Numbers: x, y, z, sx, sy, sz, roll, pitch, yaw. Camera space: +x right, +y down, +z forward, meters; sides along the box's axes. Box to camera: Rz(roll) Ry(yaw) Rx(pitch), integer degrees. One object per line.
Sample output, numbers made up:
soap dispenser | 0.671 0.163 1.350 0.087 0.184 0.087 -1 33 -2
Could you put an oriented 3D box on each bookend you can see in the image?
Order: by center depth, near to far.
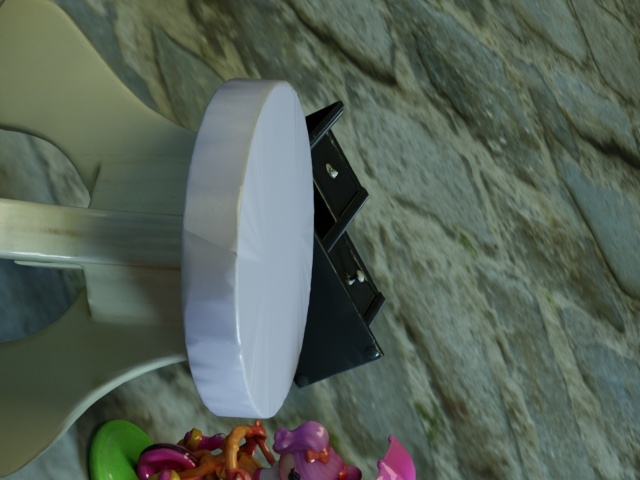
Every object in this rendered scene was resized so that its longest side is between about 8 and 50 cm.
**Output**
bookend | 0.000 0.000 1.268 0.157 0.072 0.156 62 26 -12

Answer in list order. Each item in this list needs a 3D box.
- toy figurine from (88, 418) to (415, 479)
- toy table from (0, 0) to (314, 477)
toy figurine | -0.023 0.150 1.000 0.173 0.159 0.130 54 28 -24
toy table | -0.098 0.003 0.894 0.274 0.161 0.252 73 21 -74
